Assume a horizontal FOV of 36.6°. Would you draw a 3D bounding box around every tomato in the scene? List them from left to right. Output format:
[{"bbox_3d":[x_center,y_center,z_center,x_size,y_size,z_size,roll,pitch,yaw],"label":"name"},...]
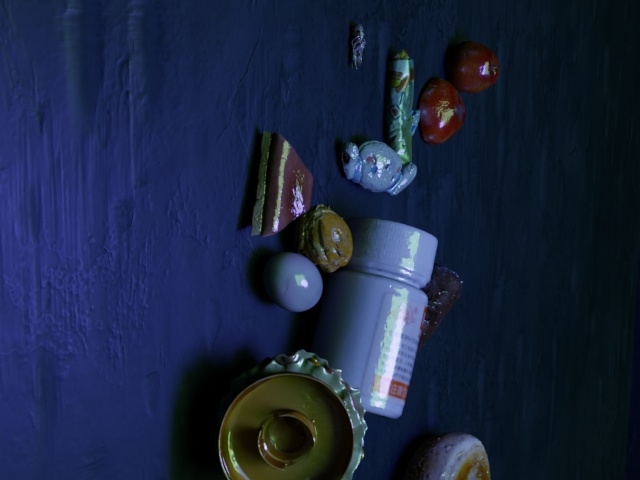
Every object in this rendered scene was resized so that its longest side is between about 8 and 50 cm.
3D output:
[{"bbox_3d":[0.289,-0.299,2.231,0.156,0.069,0.155,-11,104,-53],"label":"tomato"}]

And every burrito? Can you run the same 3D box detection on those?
[{"bbox_3d":[0.184,-0.267,2.109,0.104,0.054,0.287,-7,101,-55],"label":"burrito"}]

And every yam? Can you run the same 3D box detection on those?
[{"bbox_3d":[0.202,0.174,2.154,0.279,0.131,0.131,-48,132,-36],"label":"yam"}]

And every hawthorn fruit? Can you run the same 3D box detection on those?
[{"bbox_3d":[0.366,-0.411,2.279,0.125,0.140,0.125,48,26,-33],"label":"hawthorn fruit"}]

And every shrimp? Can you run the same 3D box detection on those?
[{"bbox_3d":[0.077,-0.392,1.959,0.038,0.029,0.092,-11,110,-62],"label":"shrimp"}]

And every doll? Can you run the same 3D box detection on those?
[{"bbox_3d":[0.116,-0.153,2.012,0.214,0.071,0.103,17,98,-42],"label":"doll"}]

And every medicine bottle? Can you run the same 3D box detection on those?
[{"bbox_3d":[0.102,0.155,1.933,0.211,0.211,0.371,29,72,-52],"label":"medicine bottle"}]

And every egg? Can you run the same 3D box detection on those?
[{"bbox_3d":[-0.052,0.077,1.798,0.135,0.103,0.103,47,59,-45],"label":"egg"}]

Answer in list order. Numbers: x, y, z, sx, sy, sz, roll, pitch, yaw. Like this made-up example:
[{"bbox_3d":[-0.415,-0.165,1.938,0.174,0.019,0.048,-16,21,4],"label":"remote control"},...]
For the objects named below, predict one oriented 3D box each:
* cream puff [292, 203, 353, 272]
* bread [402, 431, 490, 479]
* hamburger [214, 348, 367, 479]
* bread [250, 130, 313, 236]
[{"bbox_3d":[0.000,0.000,1.856,0.133,0.104,0.119,54,36,-2],"label":"cream puff"},{"bbox_3d":[0.290,0.601,2.321,0.305,0.159,0.305,-21,116,-53],"label":"bread"},{"bbox_3d":[-0.054,0.331,1.718,0.212,0.275,0.274,-61,156,-87],"label":"hamburger"},{"bbox_3d":[-0.073,-0.093,1.769,0.119,0.067,0.192,15,83,-46],"label":"bread"}]
